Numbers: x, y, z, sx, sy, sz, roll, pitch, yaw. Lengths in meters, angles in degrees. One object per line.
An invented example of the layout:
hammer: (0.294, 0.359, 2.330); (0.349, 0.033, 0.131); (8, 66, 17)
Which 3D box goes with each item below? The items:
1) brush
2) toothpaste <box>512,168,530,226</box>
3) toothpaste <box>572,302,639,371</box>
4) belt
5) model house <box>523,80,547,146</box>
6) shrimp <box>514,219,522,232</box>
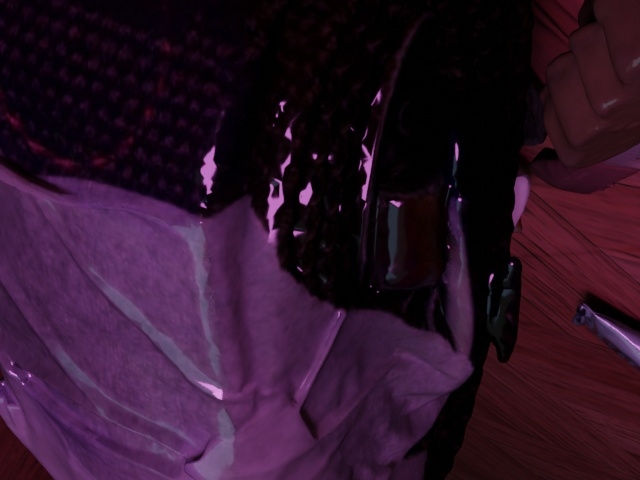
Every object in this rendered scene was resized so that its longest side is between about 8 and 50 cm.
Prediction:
brush: (0.104, -0.040, 0.627); (0.084, 0.071, 0.301); (28, 171, -1)
toothpaste: (0.010, -0.057, 0.917); (0.193, 0.045, 0.071); (33, 172, 25)
toothpaste: (0.224, 0.094, 1.047); (0.205, 0.036, 0.056); (33, 173, 9)
belt: (-0.010, -0.011, 0.623); (0.164, 0.184, 0.289); (22, 137, 25)
model house: (0.044, -0.065, 0.750); (0.079, 0.066, 0.083); (14, -178, 25)
shrimp: (0.024, -0.034, 1.001); (0.187, 0.051, 0.132); (31, -168, 32)
